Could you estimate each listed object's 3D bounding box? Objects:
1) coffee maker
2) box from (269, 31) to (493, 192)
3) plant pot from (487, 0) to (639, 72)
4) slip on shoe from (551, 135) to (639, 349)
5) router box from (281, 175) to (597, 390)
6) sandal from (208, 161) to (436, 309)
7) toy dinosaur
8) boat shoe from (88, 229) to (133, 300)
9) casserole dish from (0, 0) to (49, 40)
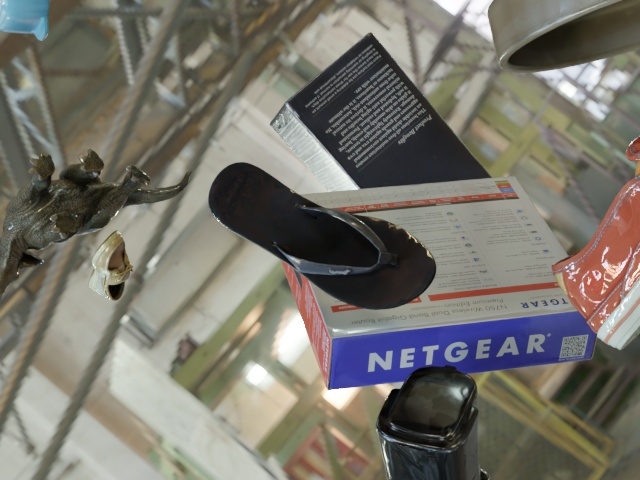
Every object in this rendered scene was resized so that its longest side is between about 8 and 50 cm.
[{"bbox_3d":[0.129,0.257,1.370,0.171,0.120,0.178,-89,-10,-49],"label":"coffee maker"},{"bbox_3d":[0.089,-0.144,1.945,0.183,0.294,0.296,-40,4,-5],"label":"box"},{"bbox_3d":[0.309,-0.360,1.286,0.323,0.280,0.323,-14,-4,-1],"label":"plant pot"},{"bbox_3d":[0.297,-0.062,0.977,0.123,0.101,0.331,-20,-34,-57],"label":"slip on shoe"},{"bbox_3d":[0.134,0.042,1.530,0.301,0.335,0.082,-111,20,-53],"label":"router box"},{"bbox_3d":[-0.001,0.001,1.280,0.054,0.254,0.097,125,167,-84],"label":"sandal"},{"bbox_3d":[-0.302,-0.043,1.479,0.313,0.121,0.160,-36,3,-37],"label":"toy dinosaur"},{"bbox_3d":[-0.258,0.033,1.537,0.050,0.045,0.135,-48,-7,-28],"label":"boat shoe"},{"bbox_3d":[-0.264,-0.247,0.975,0.037,0.188,0.114,-20,2,-23],"label":"casserole dish"}]
